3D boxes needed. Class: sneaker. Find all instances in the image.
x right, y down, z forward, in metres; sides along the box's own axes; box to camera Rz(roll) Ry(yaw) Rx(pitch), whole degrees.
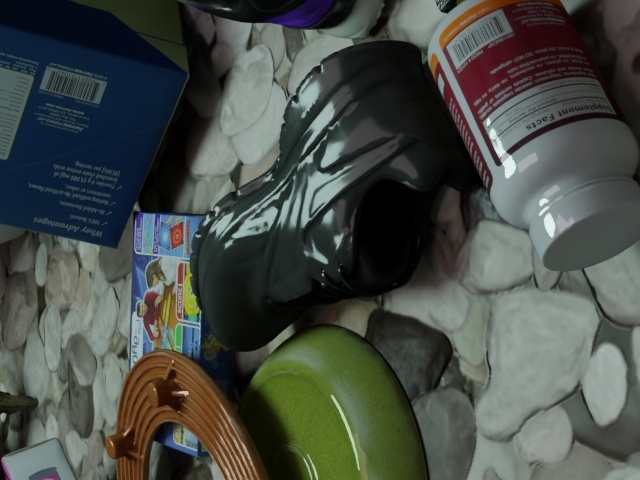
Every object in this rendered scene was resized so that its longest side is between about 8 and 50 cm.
[{"bbox_3d":[-0.085,-0.223,0.986,0.293,0.146,0.102,26,110,53],"label":"sneaker"},{"bbox_3d":[0.000,0.000,0.902,0.130,0.109,0.286,60,138,28],"label":"sneaker"}]

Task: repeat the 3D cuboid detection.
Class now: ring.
[{"bbox_3d":[-0.106,0.255,1.062,0.336,0.032,0.337,28,124,53],"label":"ring"}]

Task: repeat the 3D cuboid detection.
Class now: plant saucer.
[{"bbox_3d":[-0.008,0.182,0.966,0.241,0.037,0.241,-3,87,56],"label":"plant saucer"}]

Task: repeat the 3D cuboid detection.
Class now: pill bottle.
[{"bbox_3d":[0.123,-0.062,0.730,0.086,0.086,0.152,-50,50,43],"label":"pill bottle"}]

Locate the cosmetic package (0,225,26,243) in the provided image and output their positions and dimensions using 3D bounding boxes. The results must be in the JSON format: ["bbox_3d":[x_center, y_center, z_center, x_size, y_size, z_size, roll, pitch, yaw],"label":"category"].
[{"bbox_3d":[-0.516,-0.178,1.335,0.327,0.329,0.394,53,150,26],"label":"cosmetic package"}]

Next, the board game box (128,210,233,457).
[{"bbox_3d":[-0.123,0.076,1.138,0.136,0.035,0.201,6,94,56],"label":"board game box"}]

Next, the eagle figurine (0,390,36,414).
[{"bbox_3d":[-0.440,0.273,1.484,0.226,0.225,0.298,45,116,34],"label":"eagle figurine"}]

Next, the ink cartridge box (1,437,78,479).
[{"bbox_3d":[-0.190,0.362,1.168,0.371,0.069,0.176,48,149,42],"label":"ink cartridge box"}]

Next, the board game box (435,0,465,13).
[{"bbox_3d":[0.078,-0.289,0.852,0.136,0.030,0.260,-48,51,42],"label":"board game box"}]

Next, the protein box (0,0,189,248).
[{"bbox_3d":[-0.244,-0.127,1.151,0.136,0.199,0.201,-102,32,-48],"label":"protein box"}]
